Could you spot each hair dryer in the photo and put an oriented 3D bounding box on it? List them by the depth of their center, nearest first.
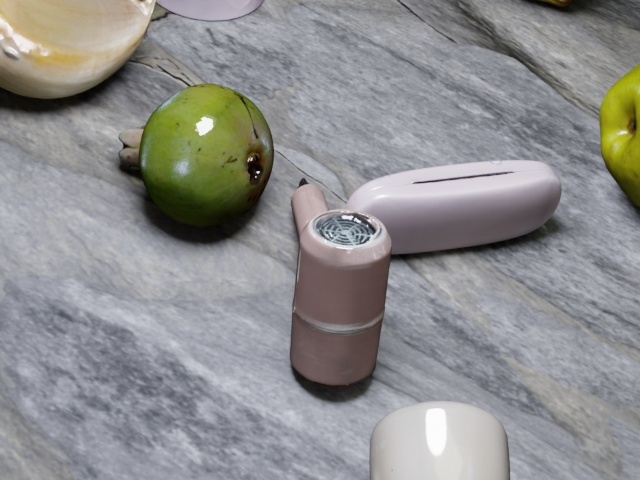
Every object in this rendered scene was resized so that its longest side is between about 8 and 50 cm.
[{"bbox_3d":[0.000,0.000,1.577,0.106,0.189,0.344,-2,32,-11],"label":"hair dryer"}]

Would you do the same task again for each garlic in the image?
[{"bbox_3d":[-0.374,-0.338,1.784,0.313,0.250,0.286,0,26,-40],"label":"garlic"}]

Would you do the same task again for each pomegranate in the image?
[{"bbox_3d":[-0.166,-0.107,1.637,0.210,0.179,0.179,-3,45,8],"label":"pomegranate"}]

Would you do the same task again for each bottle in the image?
[{"bbox_3d":[0.123,0.297,1.324,0.147,0.148,0.237,7,53,-6],"label":"bottle"}]

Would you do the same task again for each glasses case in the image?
[{"bbox_3d":[0.172,-0.043,1.678,0.296,0.113,0.075,-7,51,-19],"label":"glasses case"}]

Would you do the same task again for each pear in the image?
[{"bbox_3d":[0.530,-0.137,1.758,0.307,0.253,0.253,7,43,-29],"label":"pear"}]

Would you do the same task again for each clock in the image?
[{"bbox_3d":[-0.175,-0.424,2.006,0.196,0.068,0.197,6,46,-6],"label":"clock"}]

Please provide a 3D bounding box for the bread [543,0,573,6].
[{"bbox_3d":[0.385,-0.510,2.099,0.142,0.227,0.253,15,38,-2],"label":"bread"}]
